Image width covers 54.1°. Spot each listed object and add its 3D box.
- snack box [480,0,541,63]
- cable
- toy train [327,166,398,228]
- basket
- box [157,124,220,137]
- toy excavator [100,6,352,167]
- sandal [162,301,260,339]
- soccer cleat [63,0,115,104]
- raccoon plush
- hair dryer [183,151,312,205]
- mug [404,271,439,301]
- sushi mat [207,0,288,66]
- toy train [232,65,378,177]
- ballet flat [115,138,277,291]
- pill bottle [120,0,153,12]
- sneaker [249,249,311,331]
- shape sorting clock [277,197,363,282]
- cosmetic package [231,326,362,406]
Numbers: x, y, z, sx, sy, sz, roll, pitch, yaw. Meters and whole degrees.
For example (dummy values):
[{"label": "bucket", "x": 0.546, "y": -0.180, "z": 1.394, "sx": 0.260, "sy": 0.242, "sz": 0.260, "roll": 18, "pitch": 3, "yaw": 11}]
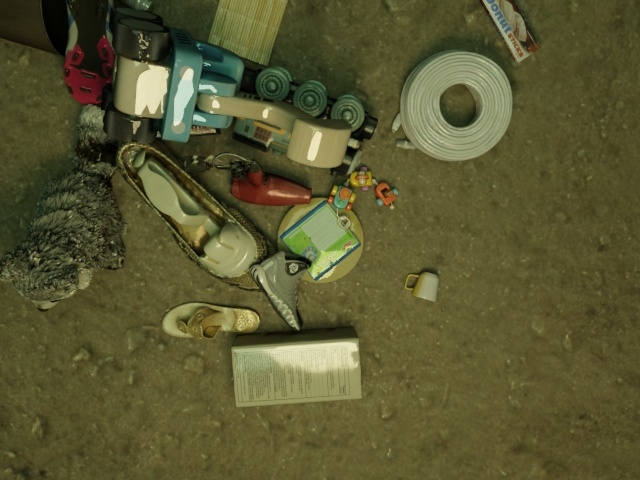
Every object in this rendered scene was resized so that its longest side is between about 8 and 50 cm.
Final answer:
[{"label": "snack box", "x": 0.442, "y": -0.507, "z": 1.462, "sx": 0.064, "sy": 0.022, "sz": 0.178, "roll": -33, "pitch": 97, "yaw": 4}, {"label": "cable", "x": 0.313, "y": -0.312, "z": 1.449, "sx": 0.257, "sy": 0.089, "sz": 0.257, "roll": 14, "pitch": 97, "yaw": -3}, {"label": "toy train", "x": 0.101, "y": -0.105, "z": 1.473, "sx": 0.166, "sy": 0.046, "sz": 0.125, "roll": -30, "pitch": 89, "yaw": -15}, {"label": "basket", "x": -0.663, "y": -0.507, "z": 1.361, "sx": 0.227, "sy": 0.204, "sz": 0.154, "roll": 11, "pitch": 59, "yaw": 5}, {"label": "box", "x": -0.302, "y": -0.252, "z": 1.436, "sx": 0.137, "sy": 0.094, "sz": 0.027, "roll": -5, "pitch": 97, "yaw": -1}, {"label": "toy excavator", "x": -0.199, "y": -0.293, "z": 1.271, "sx": 0.446, "sy": 0.433, "sz": 0.222, "roll": 4, "pitch": 117, "yaw": -23}, {"label": "sandal", "x": -0.267, "y": 0.197, "z": 1.501, "sx": 0.240, "sy": 0.079, "sz": 0.088, "roll": -2, "pitch": 97, "yaw": -2}, {"label": "soccer cleat", "x": -0.491, "y": -0.455, "z": 1.369, "sx": 0.116, "sy": 0.143, "sz": 0.331, "roll": 10, "pitch": 136, "yaw": -12}, {"label": "raccoon plush", "x": -0.568, "y": -0.075, "z": 1.347, "sx": 0.216, "sy": 0.299, "sz": 0.446, "roll": -4, "pitch": 97, "yaw": -1}, {"label": "hair dryer", "x": -0.144, "y": -0.124, "z": 1.394, "sx": 0.294, "sy": 0.224, "sz": 0.080, "roll": 12, "pitch": 88, "yaw": -37}, {"label": "mug", "x": 0.251, "y": 0.108, "z": 1.518, "sx": 0.078, "sy": 0.062, "sz": 0.064, "roll": 17, "pitch": 89, "yaw": -10}, {"label": "sushi mat", "x": -0.145, "y": -0.575, "z": 1.437, "sx": 0.152, "sy": 0.019, "sz": 0.316, "roll": 17, "pitch": 97, "yaw": -3}, {"label": "toy train", "x": -0.042, "y": -0.271, "z": 1.428, "sx": 0.334, "sy": 0.142, "sz": 0.190, "roll": 21, "pitch": 108, "yaw": -6}, {"label": "ballet flat", "x": -0.282, "y": -0.045, "z": 1.419, "sx": 0.164, "sy": 0.182, "sz": 0.483, "roll": -44, "pitch": 97, "yaw": 3}, {"label": "pill bottle", "x": -0.422, "y": -0.548, "z": 1.419, "sx": 0.083, "sy": 0.043, "sz": 0.043, "roll": 31, "pitch": 95, "yaw": -6}, {"label": "sneaker", "x": -0.061, "y": 0.111, "z": 1.469, "sx": 0.132, "sy": 0.086, "sz": 0.228, "roll": -40, "pitch": 132, "yaw": -12}, {"label": "shape sorting clock", "x": 0.000, "y": 0.000, "z": 1.504, "sx": 0.206, "sy": 0.040, "sz": 0.206, "roll": 0, "pitch": 93, "yaw": 1}, {"label": "cosmetic package", "x": -0.056, "y": 0.298, "z": 1.497, "sx": 0.296, "sy": 0.129, "sz": 0.153, "roll": -2, "pitch": 96, "yaw": -1}]
